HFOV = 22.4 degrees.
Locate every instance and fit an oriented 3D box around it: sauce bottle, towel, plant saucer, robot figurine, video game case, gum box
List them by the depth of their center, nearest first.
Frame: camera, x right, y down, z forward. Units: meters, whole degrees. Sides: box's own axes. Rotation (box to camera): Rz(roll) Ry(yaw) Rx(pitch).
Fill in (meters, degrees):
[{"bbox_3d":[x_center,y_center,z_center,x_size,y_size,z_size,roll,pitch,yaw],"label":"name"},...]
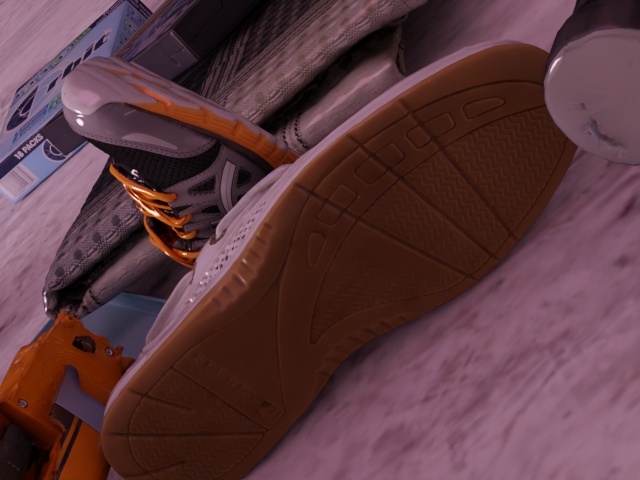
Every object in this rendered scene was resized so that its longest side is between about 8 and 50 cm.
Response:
[{"bbox_3d":[0.172,-0.171,0.726,0.111,0.111,0.344,-26,30,40],"label":"sauce bottle"},{"bbox_3d":[-0.174,0.174,0.753,0.211,0.085,0.291,-45,18,36],"label":"robot figurine"},{"bbox_3d":[-0.133,0.061,0.994,0.067,0.018,0.192,-52,23,-15],"label":"plant saucer"},{"bbox_3d":[-0.033,-0.108,1.065,0.324,0.056,0.312,-40,16,20],"label":"towel"},{"bbox_3d":[-0.077,-0.194,1.237,0.275,0.035,0.248,-51,15,-30],"label":"video game case"},{"bbox_3d":[-0.224,-0.133,1.465,0.157,0.041,0.184,-38,24,19],"label":"gum box"}]

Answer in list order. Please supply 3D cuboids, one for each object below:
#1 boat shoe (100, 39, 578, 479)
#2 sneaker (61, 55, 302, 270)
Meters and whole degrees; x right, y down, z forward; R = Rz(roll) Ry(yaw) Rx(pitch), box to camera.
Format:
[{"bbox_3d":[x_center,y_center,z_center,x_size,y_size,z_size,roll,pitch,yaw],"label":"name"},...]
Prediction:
[{"bbox_3d":[0.000,0.000,0.750,0.277,0.098,0.096,-42,23,14],"label":"boat shoe"},{"bbox_3d":[-0.057,-0.025,0.803,0.084,0.215,0.083,32,91,36],"label":"sneaker"}]
